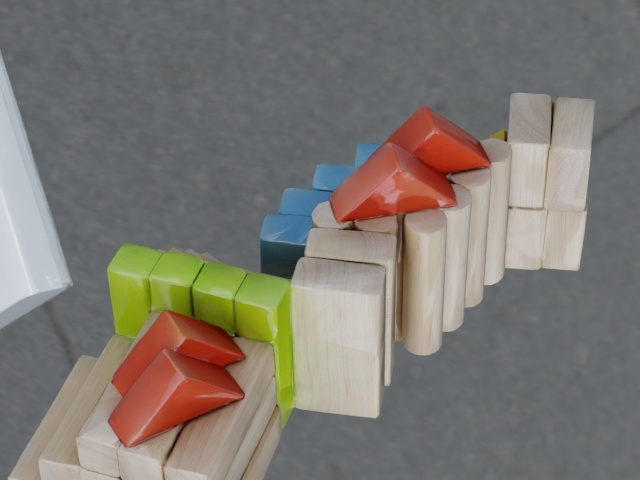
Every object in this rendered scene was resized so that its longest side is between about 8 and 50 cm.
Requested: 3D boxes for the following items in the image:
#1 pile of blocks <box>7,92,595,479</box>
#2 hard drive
[{"bbox_3d":[0.000,0.000,0.875,0.362,0.149,0.112,-36,143,-32],"label":"pile of blocks"},{"bbox_3d":[-0.269,-0.085,1.233,0.040,0.203,0.307,-13,81,-38],"label":"hard drive"}]
